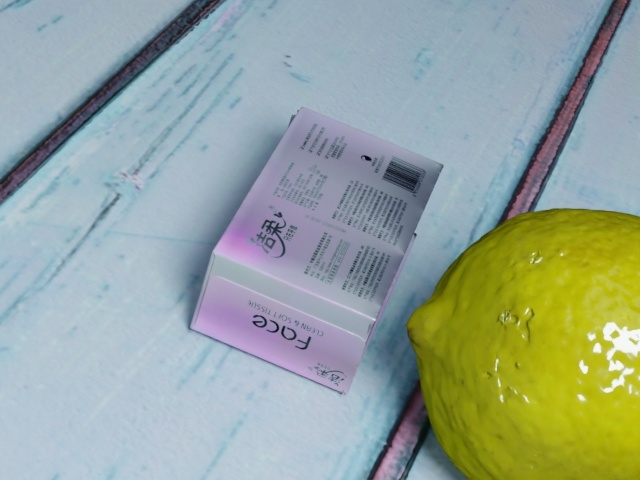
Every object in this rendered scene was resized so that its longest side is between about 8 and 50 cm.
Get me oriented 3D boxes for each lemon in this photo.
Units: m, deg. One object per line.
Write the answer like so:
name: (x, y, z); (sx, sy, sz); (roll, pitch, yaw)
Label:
lemon: (0.206, 0.097, 1.033); (0.267, 0.267, 0.267); (11, 39, -9)

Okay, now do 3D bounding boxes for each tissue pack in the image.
tissue pack: (0.000, 0.000, 1.182); (0.148, 0.092, 0.246); (24, 39, 4)
